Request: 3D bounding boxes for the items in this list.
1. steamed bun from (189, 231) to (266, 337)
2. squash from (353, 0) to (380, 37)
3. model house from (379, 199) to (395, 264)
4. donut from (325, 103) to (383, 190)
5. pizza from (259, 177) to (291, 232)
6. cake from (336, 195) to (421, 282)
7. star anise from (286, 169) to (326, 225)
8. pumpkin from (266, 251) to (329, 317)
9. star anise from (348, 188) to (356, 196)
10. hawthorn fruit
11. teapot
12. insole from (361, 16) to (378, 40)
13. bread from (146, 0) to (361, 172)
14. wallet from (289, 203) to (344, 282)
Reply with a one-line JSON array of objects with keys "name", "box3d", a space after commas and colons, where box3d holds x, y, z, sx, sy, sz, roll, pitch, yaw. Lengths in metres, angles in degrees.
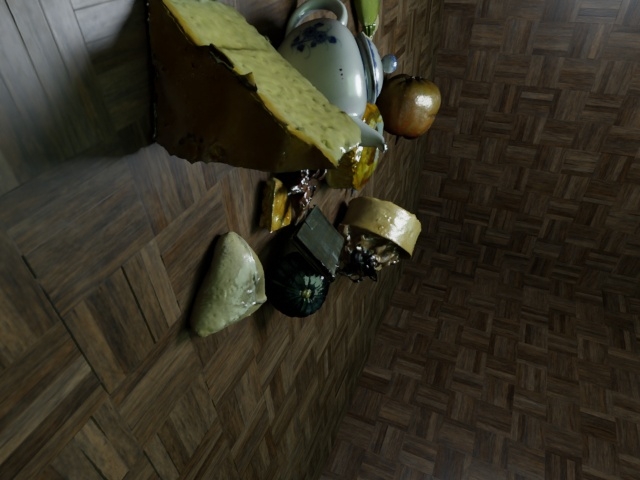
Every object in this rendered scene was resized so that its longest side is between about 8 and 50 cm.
[{"name": "steamed bun", "box3d": [-0.182, 0.110, 0.989, 0.212, 0.110, 0.231, 31, 76, -71]}, {"name": "squash", "box3d": [0.138, -0.778, 1.317, 0.341, 0.094, 0.095, 61, 46, -59]}, {"name": "model house", "box3d": [0.289, -0.035, 1.994, 0.230, 0.248, 0.281, 46, 59, -69]}, {"name": "donut", "box3d": [0.121, -0.332, 1.461, 0.330, 0.159, 0.330, 6, 90, -67]}, {"name": "pizza", "box3d": [-0.122, -0.084, 1.111, 0.175, 0.046, 0.134, 82, 26, -46]}, {"name": "cake", "box3d": [0.203, 0.027, 1.705, 0.321, 0.332, 0.332, -66, 159, -10]}, {"name": "star anise", "box3d": [-0.034, -0.167, 1.166, 0.272, 0.102, 0.272, -1, 90, -81]}, {"name": "pumpkin", "box3d": [-0.061, 0.128, 1.241, 0.150, 0.194, 0.194, -100, -170, -58]}, {"name": "star anise", "box3d": [0.143, -0.271, 1.709, 0.205, 0.061, 0.181, -58, 154, -44]}, {"name": "hawthorn fruit", "box3d": [0.373, -0.560, 1.868, 0.268, 0.267, 0.301, -48, 156, -54]}, {"name": "teapot", "box3d": [0.040, -0.376, 0.981, 0.252, 0.279, 0.424, 79, -4, -76]}, {"name": "insole", "box3d": [0.172, -0.742, 1.548, 0.081, 0.011, 0.248, 77, 32, -51]}, {"name": "bread", "box3d": [-0.100, -0.265, 0.687, 0.248, 0.315, 0.279, -43, 132, -61]}, {"name": "wallet", "box3d": [-0.001, 0.001, 1.276, 0.044, 0.169, 0.317, -39, -170, 19]}]
